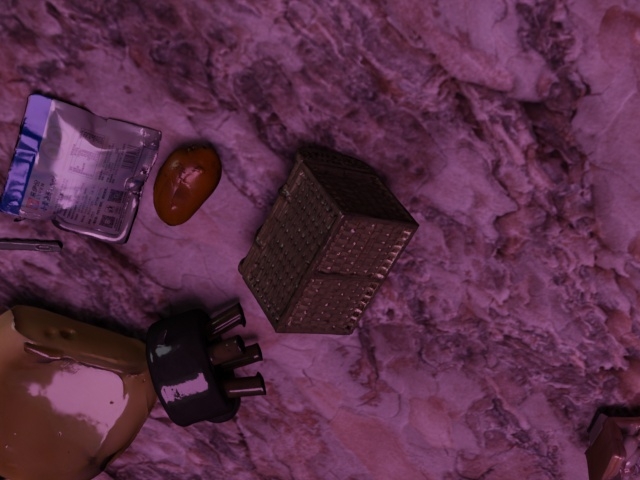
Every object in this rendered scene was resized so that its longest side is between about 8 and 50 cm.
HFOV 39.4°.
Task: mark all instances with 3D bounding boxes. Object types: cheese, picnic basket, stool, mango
[{"bbox_3d":[-0.383,0.250,1.295,0.259,0.128,0.316,21,115,-8],"label":"cheese"},{"bbox_3d":[0.000,0.000,1.154,0.134,0.154,0.196,5,125,-37],"label":"picnic basket"},{"bbox_3d":[-0.156,0.177,1.277,0.139,0.153,0.228,-18,164,4],"label":"stool"},{"bbox_3d":[-0.176,-0.068,1.154,0.077,0.063,0.127,21,120,-25],"label":"mango"}]

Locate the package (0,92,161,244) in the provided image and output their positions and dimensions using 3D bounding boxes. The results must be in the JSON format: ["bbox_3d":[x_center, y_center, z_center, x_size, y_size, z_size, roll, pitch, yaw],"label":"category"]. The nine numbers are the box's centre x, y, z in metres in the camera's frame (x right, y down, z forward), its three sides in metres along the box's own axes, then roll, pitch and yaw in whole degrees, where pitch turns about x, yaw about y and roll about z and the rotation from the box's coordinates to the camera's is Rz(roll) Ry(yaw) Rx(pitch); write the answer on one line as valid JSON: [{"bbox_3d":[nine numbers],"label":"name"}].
[{"bbox_3d":[-0.309,-0.087,1.146,0.173,0.027,0.171,18,113,-17],"label":"package"}]

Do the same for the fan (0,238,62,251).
[{"bbox_3d":[-0.530,-0.020,1.195,0.294,0.012,0.223,-22,120,10],"label":"fan"}]

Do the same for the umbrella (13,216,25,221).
[{"bbox_3d":[-0.336,-0.053,1.183,0.149,0.022,0.022,-20,85,0],"label":"umbrella"}]

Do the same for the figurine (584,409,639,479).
[{"bbox_3d":[0.545,0.349,1.417,0.237,0.141,0.162,9,126,-10],"label":"figurine"}]
